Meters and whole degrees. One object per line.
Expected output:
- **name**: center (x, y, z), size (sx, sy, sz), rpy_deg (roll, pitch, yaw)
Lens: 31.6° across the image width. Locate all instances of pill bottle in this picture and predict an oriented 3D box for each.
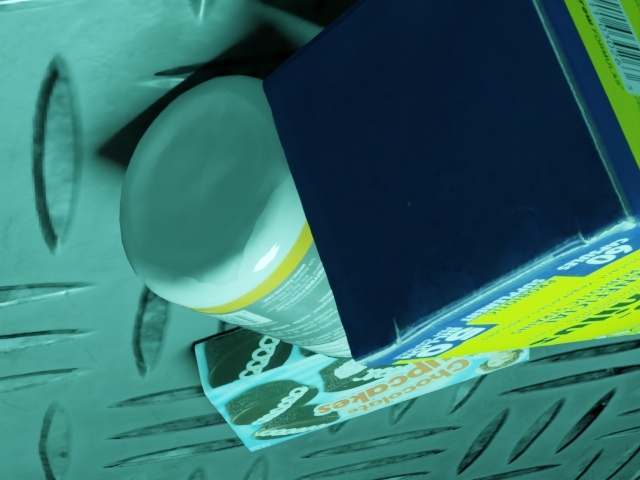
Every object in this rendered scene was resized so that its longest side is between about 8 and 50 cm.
- **pill bottle**: center (0.000, 0.000, 0.835), size (0.162, 0.162, 0.278), rpy_deg (-33, 148, 24)

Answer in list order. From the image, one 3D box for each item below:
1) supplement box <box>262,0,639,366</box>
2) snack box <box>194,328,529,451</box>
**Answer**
- **supplement box**: center (0.175, -0.052, 0.729), size (0.356, 0.195, 0.194), rpy_deg (0, 155, -46)
- **snack box**: center (0.052, 0.114, 1.152), size (0.322, 0.060, 0.187), rpy_deg (-19, 151, 1)
